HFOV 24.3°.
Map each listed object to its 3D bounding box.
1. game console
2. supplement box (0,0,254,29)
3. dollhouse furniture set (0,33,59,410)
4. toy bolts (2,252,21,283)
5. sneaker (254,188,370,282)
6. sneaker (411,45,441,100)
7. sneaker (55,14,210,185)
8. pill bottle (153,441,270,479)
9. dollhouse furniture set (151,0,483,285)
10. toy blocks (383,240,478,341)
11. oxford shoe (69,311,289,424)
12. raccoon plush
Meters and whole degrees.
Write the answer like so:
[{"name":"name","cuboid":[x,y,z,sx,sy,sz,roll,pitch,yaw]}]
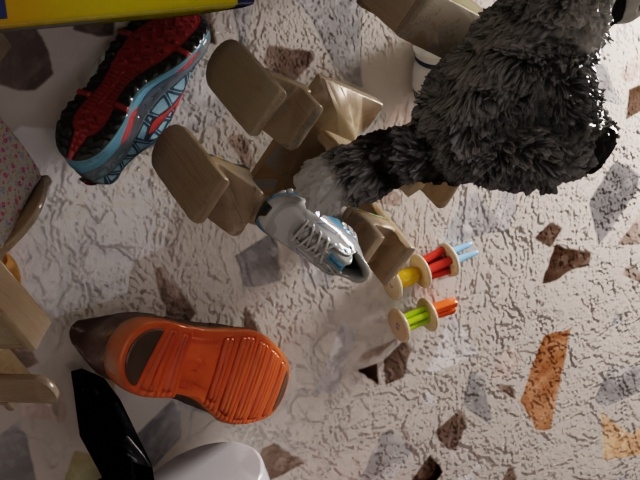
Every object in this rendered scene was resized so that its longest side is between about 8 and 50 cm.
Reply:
[{"name":"game console","cuboid":[-0.261,0.352,1.946,0.044,0.213,0.361,-16,124,-20]},{"name":"supplement box","cuboid":[-0.281,-0.340,1.674,0.356,0.194,0.195,-11,99,-33]},{"name":"dollhouse furniture set","cuboid":[-0.340,-0.033,1.718,0.303,0.174,0.355,60,41,-38]},{"name":"toy bolts","cuboid":[-0.463,0.074,1.765,0.218,0.158,0.228,-42,121,-11]},{"name":"sneaker","cuboid":[0.000,0.000,1.829,0.190,0.083,0.071,27,109,-44]},{"name":"sneaker","cuboid":[0.230,-0.257,2.099,0.235,0.090,0.095,-16,127,-21]},{"name":"sneaker","cuboid":[-0.231,-0.179,1.868,0.262,0.104,0.125,-50,155,-18]},{"name":"pill bottle","cuboid":[-0.101,0.491,2.058,0.229,0.229,0.408,-28,117,-19]},{"name":"dollhouse furniture set","cuboid":[0.011,-0.195,1.921,0.362,0.256,0.394,18,114,-43]},{"name":"toy blocks","cuboid":[0.169,0.070,2.176,0.148,0.054,0.123,-21,114,-22]},{"name":"oxford shoe","cuboid":[-0.177,0.155,1.983,0.363,0.132,0.130,26,83,-51]},{"name":"raccoon plush","cuboid":[0.176,-0.202,1.701,0.446,0.216,0.299,-24,128,-16]}]
